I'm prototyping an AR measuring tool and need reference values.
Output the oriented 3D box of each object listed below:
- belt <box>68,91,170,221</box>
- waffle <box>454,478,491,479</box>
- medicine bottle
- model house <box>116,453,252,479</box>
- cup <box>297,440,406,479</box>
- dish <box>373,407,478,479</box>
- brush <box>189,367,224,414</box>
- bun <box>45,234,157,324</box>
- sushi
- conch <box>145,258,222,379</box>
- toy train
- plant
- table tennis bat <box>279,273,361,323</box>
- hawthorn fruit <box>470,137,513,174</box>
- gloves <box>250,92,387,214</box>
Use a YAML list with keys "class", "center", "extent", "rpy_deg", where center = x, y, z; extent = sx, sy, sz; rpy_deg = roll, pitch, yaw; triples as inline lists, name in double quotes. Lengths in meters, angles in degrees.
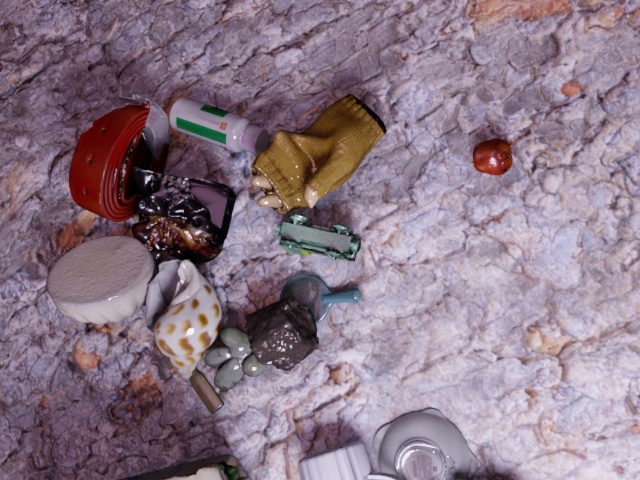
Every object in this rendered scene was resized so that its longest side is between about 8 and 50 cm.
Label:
- class: "belt"
  center: [-0.498, -0.212, 1.459]
  extent: [0.115, 0.227, 0.324]
  rpy_deg: [23, 90, 16]
- class: "waffle"
  center: [0.327, 0.620, 1.121]
  extent: [0.291, 0.056, 0.309]
  rpy_deg: [6, 88, 5]
- class: "medicine bottle"
  center: [-0.258, -0.287, 1.470]
  extent: [0.260, 0.095, 0.095]
  rpy_deg: [23, 87, 20]
- class: "model house"
  center: [-0.263, 0.676, 1.149]
  extent: [0.395, 0.400, 0.446]
  rpy_deg: [-17, 74, 1]
- class: "cup"
  center: [0.073, 0.526, 1.193]
  extent: [0.221, 0.167, 0.202]
  rpy_deg: [-16, 72, -4]
- class: "dish"
  center: [0.207, 0.476, 1.197]
  extent: [0.224, 0.078, 0.246]
  rpy_deg: [12, 84, 17]
- class: "brush"
  center: [-0.324, 0.317, 1.408]
  extent: [0.043, 0.036, 0.248]
  rpy_deg: [-45, 71, 12]
- class: "bun"
  center: [-0.527, 0.124, 1.443]
  extent: [0.263, 0.175, 0.263]
  rpy_deg: [-5, 39, 4]
- class: "sushi"
  center: [-0.340, -0.049, 1.409]
  extent: [0.227, 0.215, 0.212]
  rpy_deg: [13, 88, -2]
- class: "conch"
  center: [-0.317, 0.187, 1.353]
  extent: [0.182, 0.148, 0.275]
  rpy_deg: [9, 80, 43]
- class: "toy train"
  center: [0.000, 0.001, 1.322]
  extent: [0.200, 0.132, 0.083]
  rpy_deg: [15, 79, 17]
- class: "plant"
  center: [-0.142, 0.240, 1.304]
  extent: [0.274, 0.149, 0.146]
  rpy_deg: [-28, 29, 24]
- class: "table tennis bat"
  center: [-0.002, 0.137, 1.349]
  extent: [0.201, 0.033, 0.124]
  rpy_deg: [-8, 80, 20]
- class: "hawthorn fruit"
  center: [0.375, -0.181, 1.272]
  extent: [0.093, 0.093, 0.093]
  rpy_deg: [-3, 79, 16]
- class: "gloves"
  center: [-0.005, -0.188, 1.338]
  extent: [0.356, 0.155, 0.203]
  rpy_deg: [-37, 62, -14]
